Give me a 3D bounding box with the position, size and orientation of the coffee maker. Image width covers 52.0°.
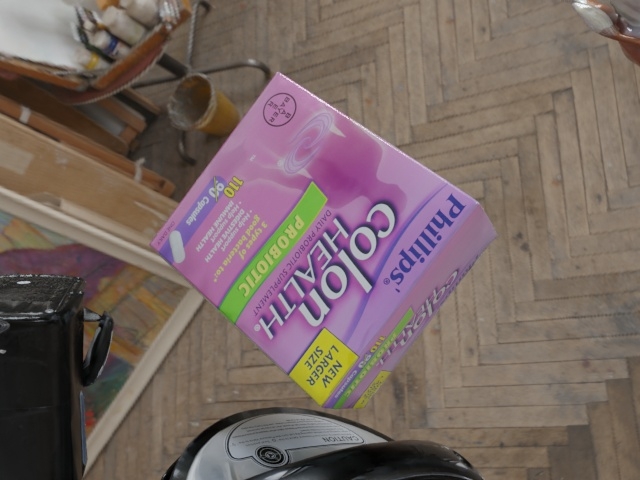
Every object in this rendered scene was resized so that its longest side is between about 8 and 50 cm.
[{"bbox_3d":[-0.264,0.133,0.556,0.120,0.171,0.178,6,102,12],"label":"coffee maker"}]

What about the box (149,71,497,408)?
[{"bbox_3d":[0.000,0.000,0.628,0.243,0.117,0.213,39,93,25],"label":"box"}]

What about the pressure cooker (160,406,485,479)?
[{"bbox_3d":[-0.010,0.368,0.628,0.376,0.370,0.420,24,110,6],"label":"pressure cooker"}]

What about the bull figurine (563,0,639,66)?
[{"bbox_3d":[0.371,-0.258,0.694,0.188,0.310,0.101,39,130,13],"label":"bull figurine"}]
